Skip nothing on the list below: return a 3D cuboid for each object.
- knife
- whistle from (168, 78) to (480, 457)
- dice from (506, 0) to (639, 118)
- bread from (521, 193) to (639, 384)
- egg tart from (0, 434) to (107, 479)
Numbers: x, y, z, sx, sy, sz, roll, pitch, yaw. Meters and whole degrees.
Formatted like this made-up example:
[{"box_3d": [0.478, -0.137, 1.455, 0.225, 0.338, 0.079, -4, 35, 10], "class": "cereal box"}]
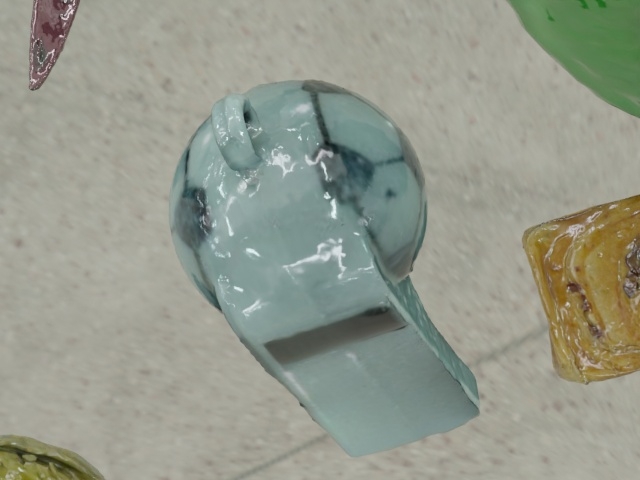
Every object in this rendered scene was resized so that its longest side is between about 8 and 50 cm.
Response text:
[{"box_3d": [-0.174, -0.221, 1.284, 0.035, 0.018, 0.247, 8, 78, -4], "class": "knife"}, {"box_3d": [0.000, 0.000, 1.090, 0.164, 0.289, 0.163, -11, 58, 18], "class": "whistle"}, {"box_3d": [0.271, -0.225, 0.989, 0.297, 0.287, 0.300, 6, 72, 39], "class": "dice"}, {"box_3d": [0.251, 0.034, 1.510, 0.158, 0.143, 0.149, -12, 87, 13], "class": "bread"}, {"box_3d": [-0.238, 0.269, 1.441, 0.288, 0.288, 0.118, 43, 117, 14], "class": "egg tart"}]
